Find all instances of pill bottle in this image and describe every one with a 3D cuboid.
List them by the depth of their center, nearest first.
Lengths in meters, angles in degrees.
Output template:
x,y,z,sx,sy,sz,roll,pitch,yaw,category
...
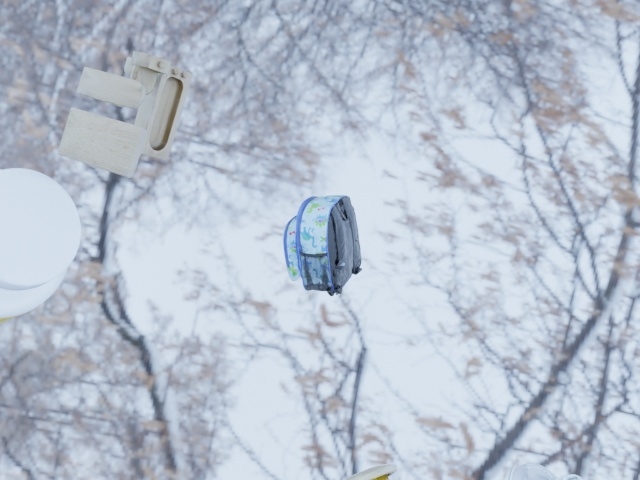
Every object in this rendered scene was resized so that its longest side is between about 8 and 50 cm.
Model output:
x,y,z,sx,sy,sz,roll,pitch,yaw,category
-0.436,0.016,1.379,0.334,0.187,0.188,-19,-122,53,pill bottle

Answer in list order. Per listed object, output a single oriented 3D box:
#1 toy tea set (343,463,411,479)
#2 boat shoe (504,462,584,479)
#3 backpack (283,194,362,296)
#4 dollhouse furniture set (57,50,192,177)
x,y,z,sx,sy,sz,roll,pitch,yaw,category
-0.041,0.362,1.145,0.200,0.336,0.124,92,-27,-71,toy tea set
0.181,0.205,0.777,0.184,0.066,0.063,-95,-154,-72,boat shoe
0.000,0.000,1.390,0.105,0.084,0.114,-44,133,-61,backpack
-0.195,-0.143,1.269,0.123,0.151,0.144,18,-87,36,dollhouse furniture set
